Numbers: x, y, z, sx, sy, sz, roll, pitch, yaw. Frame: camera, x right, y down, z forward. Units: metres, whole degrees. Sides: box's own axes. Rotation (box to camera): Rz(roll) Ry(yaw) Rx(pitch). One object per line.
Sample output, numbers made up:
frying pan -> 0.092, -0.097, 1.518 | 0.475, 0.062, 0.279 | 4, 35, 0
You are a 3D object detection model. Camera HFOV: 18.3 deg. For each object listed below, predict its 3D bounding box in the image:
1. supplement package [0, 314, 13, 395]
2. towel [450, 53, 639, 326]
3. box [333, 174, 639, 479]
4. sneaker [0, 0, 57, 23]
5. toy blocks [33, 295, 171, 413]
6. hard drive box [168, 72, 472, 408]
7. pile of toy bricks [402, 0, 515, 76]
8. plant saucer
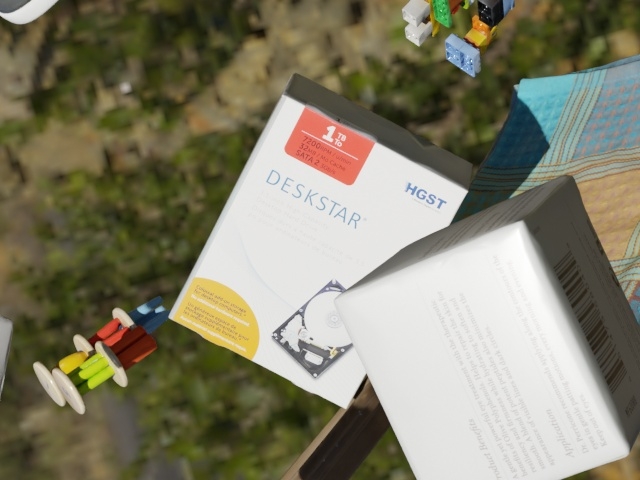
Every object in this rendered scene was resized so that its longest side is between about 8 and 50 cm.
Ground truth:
supplement package -> -0.356, 0.093, 1.610 | 0.105, 0.179, 0.105 | -33, 41, 42
towel -> 0.226, -0.041, 1.783 | 0.040, 0.271, 0.370 | 52, -131, -27
box -> 0.075, 0.042, 0.805 | 0.101, 0.087, 0.102 | 64, -158, -4
sneaker -> -0.202, -0.296, 1.491 | 0.147, 0.296, 0.104 | 21, -149, -45
toy blocks -> -0.203, 0.108, 1.989 | 0.054, 0.148, 0.123 | 60, 160, -14
hard drive box -> 0.000, 0.000, 1.744 | 0.232, 0.181, 0.089 | -63, 2, 19
pile of toy bricks -> 0.132, -0.234, 1.659 | 0.118, 0.105, 0.212 | 36, 163, 21
plant saucer -> -0.015, 0.211, 1.673 | 0.041, 0.278, 0.278 | 40, 170, 3
